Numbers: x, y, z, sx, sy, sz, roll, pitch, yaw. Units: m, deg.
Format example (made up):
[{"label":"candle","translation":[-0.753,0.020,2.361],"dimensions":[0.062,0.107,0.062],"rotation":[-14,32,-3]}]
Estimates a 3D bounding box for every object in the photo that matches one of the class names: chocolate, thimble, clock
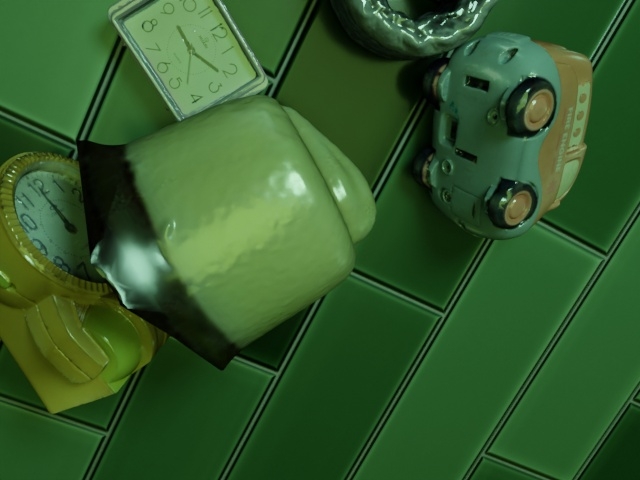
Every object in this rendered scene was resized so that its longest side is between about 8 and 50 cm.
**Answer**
[{"label":"chocolate","translation":[-0.101,-0.048,0.734],"dimensions":[0.297,0.314,0.326],"rotation":[-36,136,6]},{"label":"thimble","translation":[0.119,-0.369,0.756],"dimensions":[0.217,0.157,0.245],"rotation":[-37,107,3]},{"label":"clock","translation":[-0.184,-0.270,0.792],"dimensions":[0.150,0.063,0.197],"rotation":[-31,108,1]},{"label":"clock","translation":[-0.348,0.041,0.773],"dimensions":[0.200,0.244,0.317],"rotation":[-29,105,17]}]

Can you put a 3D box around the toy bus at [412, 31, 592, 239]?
[{"label":"toy bus","translation":[0.281,-0.157,0.819],"dimensions":[0.232,0.194,0.288],"rotation":[-18,122,-28]}]
